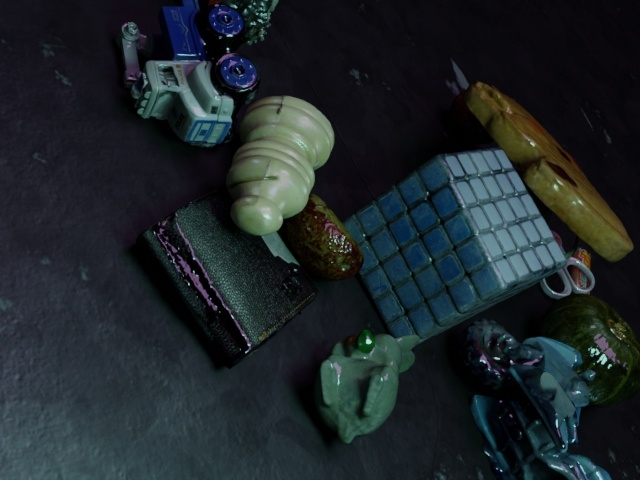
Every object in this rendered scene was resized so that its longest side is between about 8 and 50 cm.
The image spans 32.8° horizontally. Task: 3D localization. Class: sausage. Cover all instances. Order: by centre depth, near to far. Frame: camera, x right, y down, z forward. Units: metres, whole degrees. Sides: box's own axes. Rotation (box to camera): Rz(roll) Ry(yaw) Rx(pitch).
[{"bbox_3d":[0.523,0.079,2.197,0.145,0.048,0.050,-73,157,-46],"label":"sausage"}]

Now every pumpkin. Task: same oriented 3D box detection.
[{"bbox_3d":[0.488,0.202,1.967,0.223,0.157,0.224,35,23,-17],"label":"pumpkin"}]

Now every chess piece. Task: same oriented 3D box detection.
[{"bbox_3d":[-0.065,-0.097,1.584,0.139,0.124,0.307,53,23,-23],"label":"chess piece"}]

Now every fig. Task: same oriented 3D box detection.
[{"bbox_3d":[0.309,-0.253,2.211,0.119,0.153,0.119,-1,94,-20],"label":"fig"}]

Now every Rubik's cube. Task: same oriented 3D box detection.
[{"bbox_3d":[0.211,0.009,1.750,0.238,0.237,0.237,-14,75,-53],"label":"Rubik's cube"}]

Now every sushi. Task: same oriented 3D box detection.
[{"bbox_3d":[-0.121,-0.437,1.759,0.126,0.225,0.136,11,21,-26],"label":"sushi"}]

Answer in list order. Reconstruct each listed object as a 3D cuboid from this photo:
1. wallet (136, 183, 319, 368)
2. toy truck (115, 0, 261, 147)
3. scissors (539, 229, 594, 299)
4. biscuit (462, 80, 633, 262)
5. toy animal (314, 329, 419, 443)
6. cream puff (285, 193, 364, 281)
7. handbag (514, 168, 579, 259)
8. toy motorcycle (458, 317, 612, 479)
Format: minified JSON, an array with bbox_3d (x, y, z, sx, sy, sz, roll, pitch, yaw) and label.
[{"bbox_3d":[-0.116,0.036,1.515,0.221,0.071,0.262,53,29,1],"label":"wallet"},{"bbox_3d":[-0.199,-0.245,1.600,0.177,0.161,0.213,-3,62,-27],"label":"toy truck"},{"bbox_3d":[0.455,0.009,2.177,0.118,0.030,0.242,-10,61,-25],"label":"scissors"},{"bbox_3d":[0.414,-0.136,1.972,0.350,0.078,0.455,35,19,-45],"label":"biscuit"},{"bbox_3d":[0.071,0.189,1.574,0.125,0.127,0.251,43,21,6],"label":"toy animal"},{"bbox_3d":[0.000,0.000,1.642,0.149,0.084,0.149,54,2,-2],"label":"cream puff"},{"bbox_3d":[0.383,-0.043,2.035,0.219,0.079,0.256,20,34,13],"label":"handbag"},{"bbox_3d":[0.380,0.299,1.750,0.232,0.172,0.416,2,51,-40],"label":"toy motorcycle"}]
